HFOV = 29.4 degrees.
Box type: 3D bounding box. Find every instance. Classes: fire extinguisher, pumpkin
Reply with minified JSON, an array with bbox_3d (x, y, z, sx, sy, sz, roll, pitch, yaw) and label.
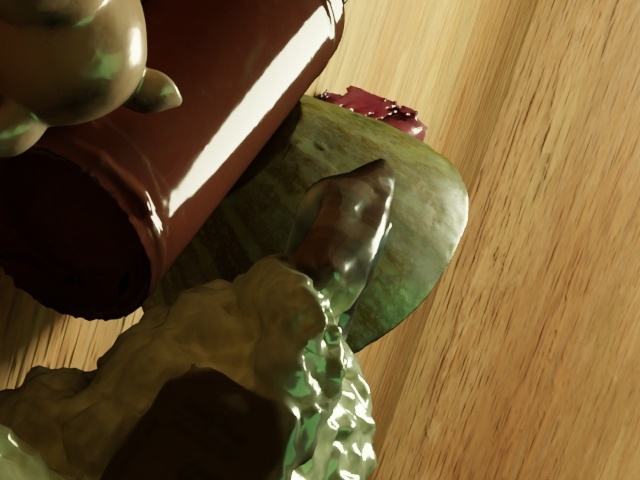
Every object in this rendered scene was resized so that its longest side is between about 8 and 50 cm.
[{"bbox_3d":[-0.071,-0.091,0.697,0.147,0.106,0.337,-38,-167,44],"label":"fire extinguisher"},{"bbox_3d":[-0.031,-0.029,0.751,0.217,0.217,0.110,-62,140,-30],"label":"pumpkin"}]

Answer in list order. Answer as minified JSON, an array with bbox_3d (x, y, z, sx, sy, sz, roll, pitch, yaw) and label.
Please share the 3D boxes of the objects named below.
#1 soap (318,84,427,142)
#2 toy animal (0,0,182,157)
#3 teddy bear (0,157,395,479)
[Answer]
[{"bbox_3d":[0.000,0.000,1.100,0.182,0.112,0.289,43,67,-79],"label":"soap"},{"bbox_3d":[-0.116,-0.101,0.502,0.150,0.083,0.089,72,10,-48],"label":"toy animal"},{"bbox_3d":[-0.139,0.140,0.519,0.327,0.375,0.362,88,-2,-58],"label":"teddy bear"}]
